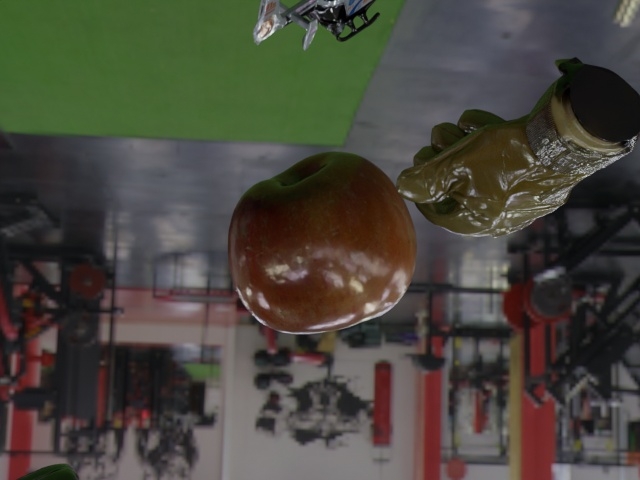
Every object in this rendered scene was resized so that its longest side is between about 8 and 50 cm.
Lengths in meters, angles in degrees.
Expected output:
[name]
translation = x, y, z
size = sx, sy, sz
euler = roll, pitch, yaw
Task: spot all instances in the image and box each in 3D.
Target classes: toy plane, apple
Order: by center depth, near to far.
[toy plane]
translation = 0.005, -0.201, 0.873
size = 0.053, 0.197, 0.078
euler = 36, 136, 16
[apple]
translation = 0.000, 0.000, 1.421
size = 0.253, 0.254, 0.253
euler = 2, 171, 0

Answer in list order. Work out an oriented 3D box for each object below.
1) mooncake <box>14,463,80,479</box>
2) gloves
[mooncake]
translation = -0.405, 0.517, 1.648
size = 0.187, 0.351, 0.351
euler = -21, 176, -14
[gloves]
translation = 0.208, -0.083, 1.189
size = 0.141, 0.154, 0.331
euler = 46, 150, -10
